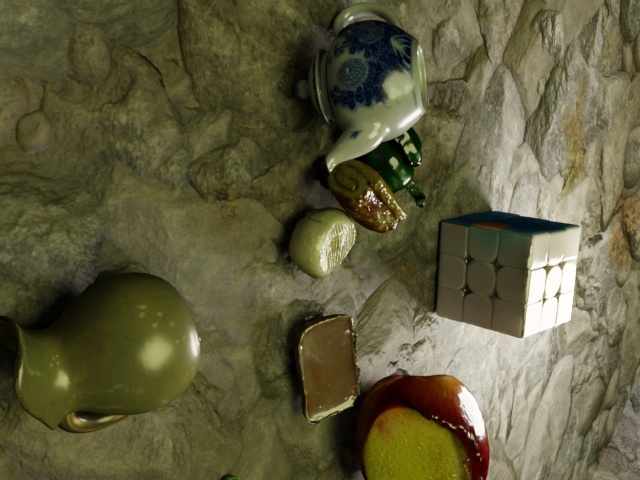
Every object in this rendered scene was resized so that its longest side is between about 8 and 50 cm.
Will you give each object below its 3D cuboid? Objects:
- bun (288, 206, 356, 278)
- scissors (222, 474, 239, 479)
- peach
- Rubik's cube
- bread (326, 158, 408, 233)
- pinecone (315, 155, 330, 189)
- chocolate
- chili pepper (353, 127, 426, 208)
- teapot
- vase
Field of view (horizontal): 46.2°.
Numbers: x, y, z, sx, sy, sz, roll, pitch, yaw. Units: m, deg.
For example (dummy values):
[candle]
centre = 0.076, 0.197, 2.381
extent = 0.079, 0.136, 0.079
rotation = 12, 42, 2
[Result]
[bun]
centre = 0.000, 0.000, 1.694
extent = 0.188, 0.111, 0.164
rotation = -43, 141, -41
[scissors]
centre = -0.216, 0.629, 1.681
extent = 0.101, 0.027, 0.204
rotation = -18, 111, -41
[peach]
centre = 0.263, 0.511, 1.940
extent = 0.310, 0.335, 0.406
rotation = -57, 130, -67
[Rubik's cube]
centre = 0.529, 0.084, 2.133
extent = 0.292, 0.290, 0.291
rotation = -11, 108, -46
[bread]
centre = 0.099, -0.094, 1.654
extent = 0.103, 0.132, 0.172
rotation = -51, 143, -5
[pinecone]
centre = 0.027, -0.155, 1.702
extent = 0.077, 0.077, 0.083
rotation = -46, 147, -29
[chocolate]
centre = 0.007, 0.292, 1.789
extent = 0.161, 0.083, 0.261
rotation = -12, 109, -26
[chili pepper]
centre = 0.159, -0.178, 1.769
extent = 0.261, 0.165, 0.174
rotation = 55, 42, -38
[teapot]
centre = 0.078, -0.331, 1.579
extent = 0.252, 0.280, 0.424
rotation = 57, 34, -60
[vase]
centre = -0.377, 0.225, 1.293
extent = 0.302, 0.241, 0.329
rotation = -19, 140, -29
